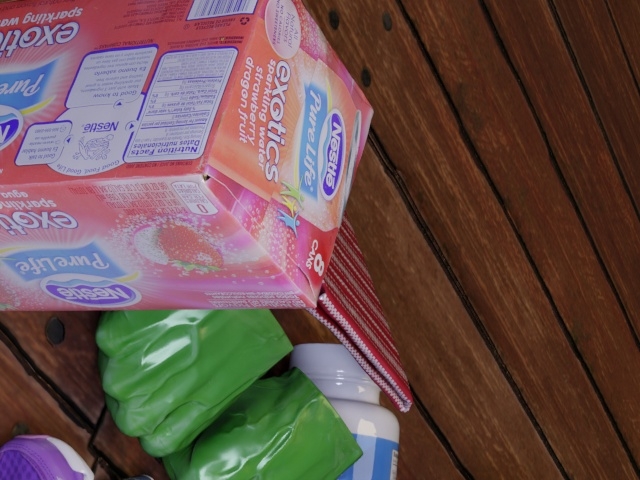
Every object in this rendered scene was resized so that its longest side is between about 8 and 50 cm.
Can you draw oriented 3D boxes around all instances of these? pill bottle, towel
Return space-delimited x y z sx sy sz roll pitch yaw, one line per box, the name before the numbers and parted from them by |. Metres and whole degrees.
pill bottle | 0.006 0.208 1.319 0.124 0.124 0.222 25 66 -57
towel | 0.000 0.000 1.284 0.199 0.031 0.275 51 15 -47

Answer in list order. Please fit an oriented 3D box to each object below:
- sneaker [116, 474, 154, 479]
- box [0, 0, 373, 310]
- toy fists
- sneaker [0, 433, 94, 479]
sneaker | -0.130 0.268 1.134 0.086 0.064 0.192 -40 119 -48
box | -0.139 -0.052 0.905 0.142 0.300 0.154 52 45 -45
toy fists | -0.081 0.131 1.166 0.142 0.096 0.279 -40 132 -11
sneaker | -0.207 0.249 0.985 0.104 0.095 0.236 8 83 -52
